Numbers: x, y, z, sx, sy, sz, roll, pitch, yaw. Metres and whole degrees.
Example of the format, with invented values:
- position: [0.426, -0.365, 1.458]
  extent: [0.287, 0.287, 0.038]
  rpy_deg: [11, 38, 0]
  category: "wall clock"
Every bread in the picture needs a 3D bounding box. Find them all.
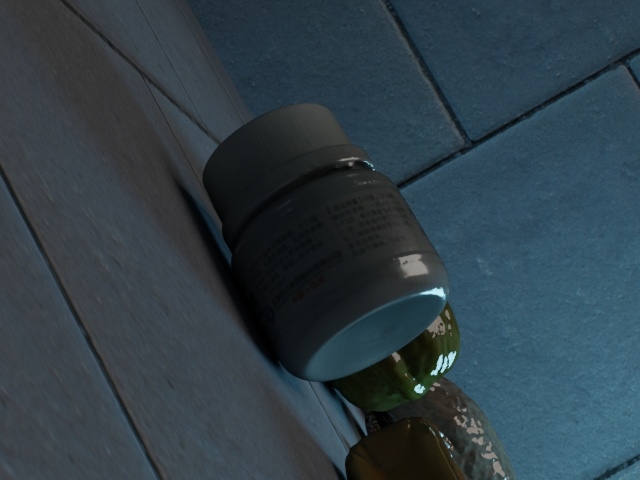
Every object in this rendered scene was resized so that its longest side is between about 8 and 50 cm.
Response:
- position: [0.126, 0.342, 1.628]
  extent: [0.107, 0.136, 0.241]
  rpy_deg: [60, 3, -48]
  category: "bread"

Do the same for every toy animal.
- position: [0.226, 0.374, 2.420]
  extent: [0.358, 0.188, 0.226]
  rpy_deg: [59, -7, -8]
  category: "toy animal"

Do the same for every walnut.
- position: [0.087, 0.129, 2.098]
  extent: [0.283, 0.227, 0.283]
  rpy_deg: [52, 16, -21]
  category: "walnut"

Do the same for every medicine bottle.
- position: [0.000, 0.000, 1.726]
  extent: [0.306, 0.245, 0.245]
  rpy_deg: [61, 3, 22]
  category: "medicine bottle"

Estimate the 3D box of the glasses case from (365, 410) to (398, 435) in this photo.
- position: [0.145, 0.385, 2.120]
  extent: [0.267, 0.067, 0.103]
  rpy_deg: [63, 5, 29]
  category: "glasses case"
